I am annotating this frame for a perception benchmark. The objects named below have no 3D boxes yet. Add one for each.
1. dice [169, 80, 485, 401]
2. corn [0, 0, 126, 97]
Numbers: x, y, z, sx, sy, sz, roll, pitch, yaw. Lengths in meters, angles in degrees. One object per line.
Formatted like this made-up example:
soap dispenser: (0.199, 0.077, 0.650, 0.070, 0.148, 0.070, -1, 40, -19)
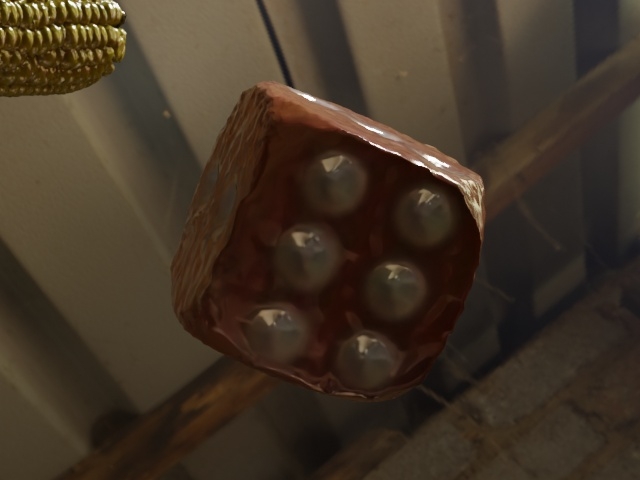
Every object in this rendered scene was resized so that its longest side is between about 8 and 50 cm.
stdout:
dice: (0.000, 0.000, 0.735, 0.174, 0.179, 0.175, 22, -78, -14)
corn: (-0.189, -0.114, 0.569, 0.080, 0.080, 0.238, -62, -18, 21)
